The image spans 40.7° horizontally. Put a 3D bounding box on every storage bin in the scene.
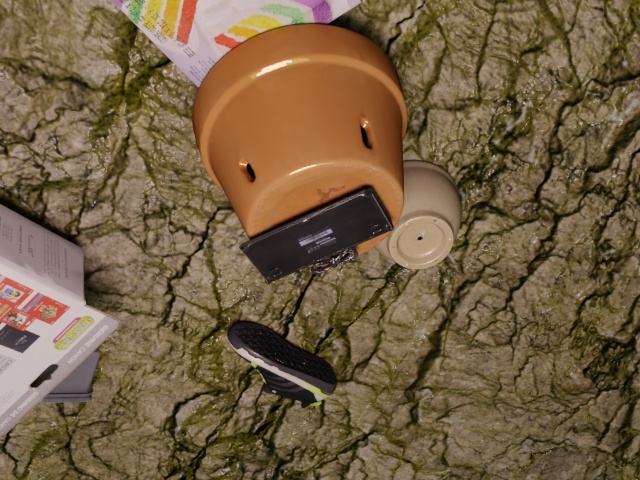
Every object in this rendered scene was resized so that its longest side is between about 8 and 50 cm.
[{"bbox_3d":[-0.425,0.196,1.391,0.135,0.098,0.091,10,114,-43],"label":"storage bin"}]

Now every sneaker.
[{"bbox_3d":[-0.076,0.226,1.464,0.235,0.084,0.097,34,116,-27],"label":"sneaker"}]

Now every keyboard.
[{"bbox_3d":[0.000,0.000,1.076,0.180,0.023,0.108,-23,134,12],"label":"keyboard"}]

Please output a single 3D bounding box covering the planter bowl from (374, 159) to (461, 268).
[{"bbox_3d":[0.141,-0.025,1.301,0.162,0.109,0.162,-3,125,-5],"label":"planter bowl"}]

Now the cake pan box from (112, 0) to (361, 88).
[{"bbox_3d":[-0.118,-0.327,1.037,0.246,0.070,0.267,-29,139,14],"label":"cake pan box"}]

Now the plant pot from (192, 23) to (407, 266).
[{"bbox_3d":[-0.013,-0.102,1.127,0.291,0.203,0.291,-8,142,-7],"label":"plant pot"}]

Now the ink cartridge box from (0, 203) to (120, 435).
[{"bbox_3d":[-0.492,0.117,1.256,0.309,0.130,0.272,-41,130,17],"label":"ink cartridge box"}]
